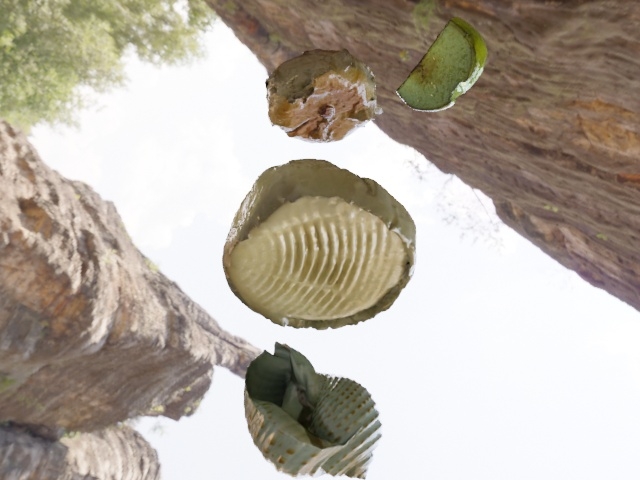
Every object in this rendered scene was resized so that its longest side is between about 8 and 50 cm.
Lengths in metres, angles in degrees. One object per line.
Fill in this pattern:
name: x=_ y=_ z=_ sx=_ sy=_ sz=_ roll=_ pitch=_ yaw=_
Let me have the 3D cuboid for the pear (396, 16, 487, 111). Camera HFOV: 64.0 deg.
pear: x=0.394 y=-0.512 z=1.548 sx=0.292 sy=0.159 sz=0.292 roll=-46 pitch=175 yaw=-6

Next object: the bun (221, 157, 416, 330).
bun: x=0.000 y=0.000 z=0.683 sx=0.259 sy=0.259 sz=0.152 roll=-29 pitch=-142 yaw=21

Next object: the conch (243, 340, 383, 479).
conch: x=-0.019 y=0.235 z=0.669 sx=0.200 sy=0.172 sz=0.131 roll=31 pitch=-57 yaw=36

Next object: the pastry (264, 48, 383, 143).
pastry: x=0.005 y=-0.307 z=1.140 sx=0.257 sy=0.236 sz=0.121 roll=-15 pitch=-119 yaw=9
